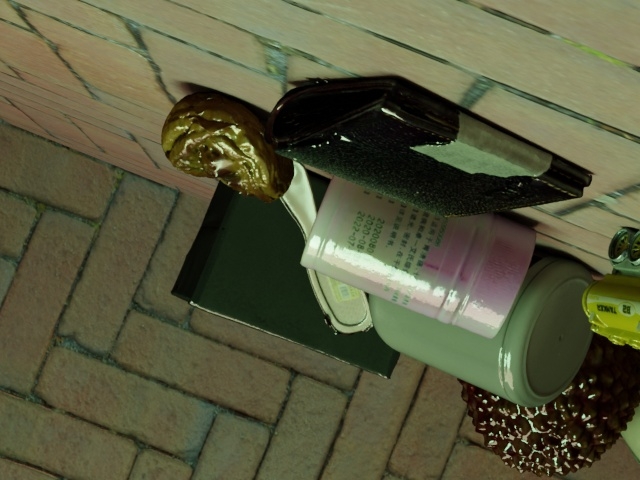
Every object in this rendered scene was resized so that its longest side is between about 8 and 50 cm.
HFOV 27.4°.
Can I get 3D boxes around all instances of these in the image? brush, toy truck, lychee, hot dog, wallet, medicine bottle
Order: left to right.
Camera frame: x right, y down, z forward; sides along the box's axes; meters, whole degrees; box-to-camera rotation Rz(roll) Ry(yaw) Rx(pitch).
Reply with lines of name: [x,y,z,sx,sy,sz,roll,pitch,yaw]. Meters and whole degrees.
hot dog: [-0.109,-0.113,1.625,0.160,0.099,0.227,21,179,18]
brush: [-0.002,0.000,1.877,0.067,0.072,0.313,-91,-21,-60]
wallet: [0.090,-0.079,1.220,0.221,0.071,0.262,24,169,-23]
medicine bottle: [0.119,0.008,1.600,0.254,0.152,0.152,22,176,2]
lychee: [0.365,0.215,2.093,0.306,0.330,0.306,7,150,4]
toy truck: [0.351,0.059,1.298,0.098,0.114,0.227,23,176,-15]

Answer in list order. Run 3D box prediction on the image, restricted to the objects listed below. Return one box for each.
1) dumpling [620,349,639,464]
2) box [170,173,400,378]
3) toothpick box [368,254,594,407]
dumpling: [0.641,0.289,2.194,0.316,0.233,0.395,20,-169,-21]
box: [-0.024,0.035,2.044,0.345,0.251,0.204,23,176,-17]
toothpick box: [0.207,0.099,1.856,0.316,0.229,0.229,19,176,39]
